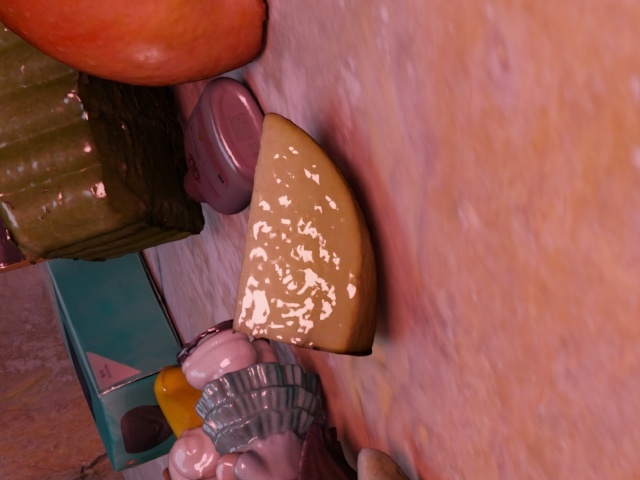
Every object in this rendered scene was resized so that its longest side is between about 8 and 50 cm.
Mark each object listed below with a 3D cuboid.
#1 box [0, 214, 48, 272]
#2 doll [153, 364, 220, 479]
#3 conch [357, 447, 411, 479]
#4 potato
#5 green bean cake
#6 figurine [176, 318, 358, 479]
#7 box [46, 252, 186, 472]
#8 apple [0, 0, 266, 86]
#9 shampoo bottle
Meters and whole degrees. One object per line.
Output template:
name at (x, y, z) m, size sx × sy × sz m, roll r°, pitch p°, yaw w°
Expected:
box at (-0.243, -0.043, 1.111) m, size 0.144 × 0.201 × 0.090 m, roll -157°, pitch 53°, yaw -69°
doll at (-0.064, 0.217, 0.929) m, size 0.252 × 0.111 × 0.237 m, roll 56°, pitch -164°, yaw -54°
conch at (0.070, 0.194, 0.660) m, size 0.065 × 0.088 × 0.180 m, roll -47°, pitch 45°, yaw 22°
potato at (0.000, 0.000, 0.667) m, size 0.149 × 0.081 × 0.120 m, roll 91°, pitch -171°, yaw -88°
green bean cake at (-0.181, -0.088, 0.899) m, size 0.214 × 0.113 × 0.200 m, roll 13°, pitch -121°, yaw -77°
figurine at (-0.015, 0.168, 0.809) m, size 0.138 × 0.110 × 0.245 m, roll 35°, pitch -158°, yaw -51°
box at (-0.260, 0.154, 1.522) m, size 0.205 × 0.118 × 0.311 m, roll 61°, pitch 161°, yaw 23°
apple at (-0.148, -0.217, 0.680) m, size 0.293 × 0.163 × 0.251 m, roll 86°, pitch 158°, yaw -47°
shampoo bottle at (-0.071, -0.058, 0.826) m, size 0.080 × 0.040 × 0.165 m, roll 67°, pitch 162°, yaw 3°
